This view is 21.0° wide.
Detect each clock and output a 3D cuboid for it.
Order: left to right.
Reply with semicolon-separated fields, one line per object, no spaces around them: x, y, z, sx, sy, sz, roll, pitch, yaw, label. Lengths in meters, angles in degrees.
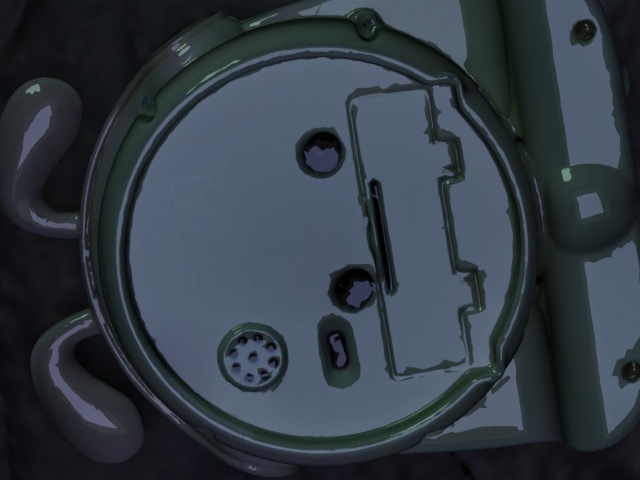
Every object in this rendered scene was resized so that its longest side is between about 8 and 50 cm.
0.000;0.000;0.522;0.191;0.062;0.151;-10;100;0;clock
